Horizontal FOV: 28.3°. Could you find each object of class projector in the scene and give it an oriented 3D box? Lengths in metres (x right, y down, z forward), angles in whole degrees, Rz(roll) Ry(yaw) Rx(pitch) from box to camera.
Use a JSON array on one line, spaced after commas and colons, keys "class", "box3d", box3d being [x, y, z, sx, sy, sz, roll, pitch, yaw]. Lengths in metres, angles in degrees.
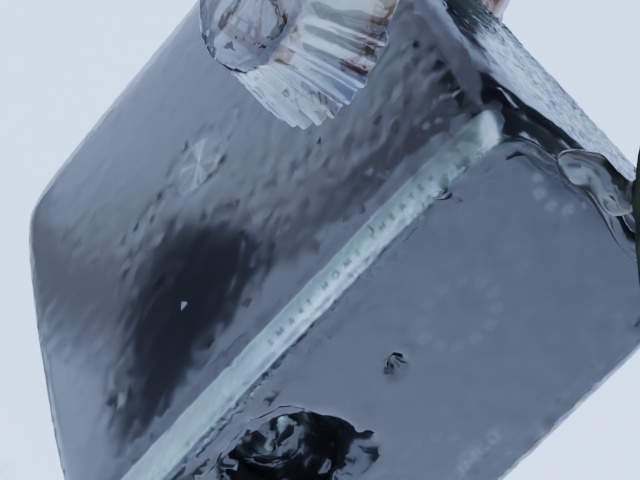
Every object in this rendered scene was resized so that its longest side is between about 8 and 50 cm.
[{"class": "projector", "box3d": [0.000, 0.000, 0.915, 0.242, 0.395, 0.405, 31, 19, -34]}]

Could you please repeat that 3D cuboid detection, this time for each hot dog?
[{"class": "hot dog", "box3d": [0.018, -0.169, 0.523, 0.069, 0.252, 0.131, 13, 18, -33]}]

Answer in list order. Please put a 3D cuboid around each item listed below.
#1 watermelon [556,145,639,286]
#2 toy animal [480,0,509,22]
[{"class": "watermelon", "box3d": [0.263, -0.006, 0.424, 0.359, 0.279, 0.279, -4, -48, 34]}, {"class": "toy animal", "box3d": [0.166, -0.242, 1.174, 0.097, 0.312, 0.157, 40, -4, -11]}]
